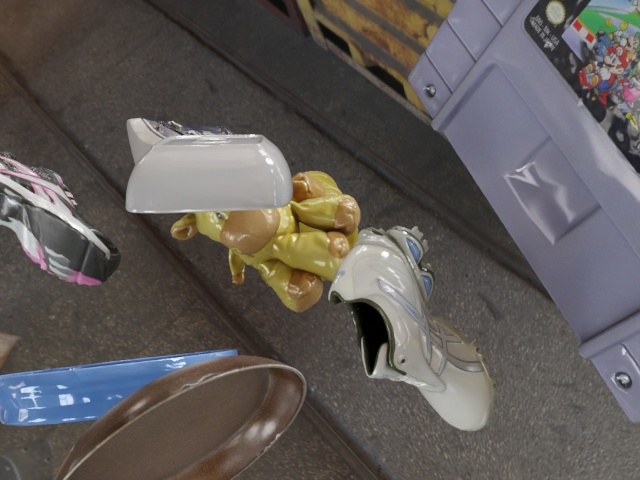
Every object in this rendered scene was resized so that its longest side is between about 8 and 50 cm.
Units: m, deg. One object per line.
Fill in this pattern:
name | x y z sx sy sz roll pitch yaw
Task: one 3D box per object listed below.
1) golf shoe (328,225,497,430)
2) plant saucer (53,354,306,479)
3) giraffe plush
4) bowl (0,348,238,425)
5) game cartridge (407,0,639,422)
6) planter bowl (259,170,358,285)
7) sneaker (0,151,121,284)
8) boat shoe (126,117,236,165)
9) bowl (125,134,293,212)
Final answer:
golf shoe | 0.060 0.079 0.424 0.069 0.176 0.086 -15 22 49
plant saucer | -0.158 0.228 0.683 0.310 0.311 0.050 -36 59 -4
giraffe plush | -0.079 -0.026 0.751 0.210 0.170 0.182 11 76 32
bowl | -0.332 0.241 1.010 0.390 0.391 0.077 -8 81 12
game cartridge | 0.210 -0.070 0.431 0.068 0.230 0.355 -16 66 -27
planter bowl | 0.000 0.000 1.015 0.090 0.217 0.217 25 72 34
sneaker | -0.266 -0.034 0.589 0.178 0.072 0.077 38 34 -5
boat shoe | -0.268 -0.174 1.176 0.158 0.127 0.340 -16 28 -24
bowl | -0.095 -0.064 0.539 0.141 0.142 0.053 -1 104 -3
